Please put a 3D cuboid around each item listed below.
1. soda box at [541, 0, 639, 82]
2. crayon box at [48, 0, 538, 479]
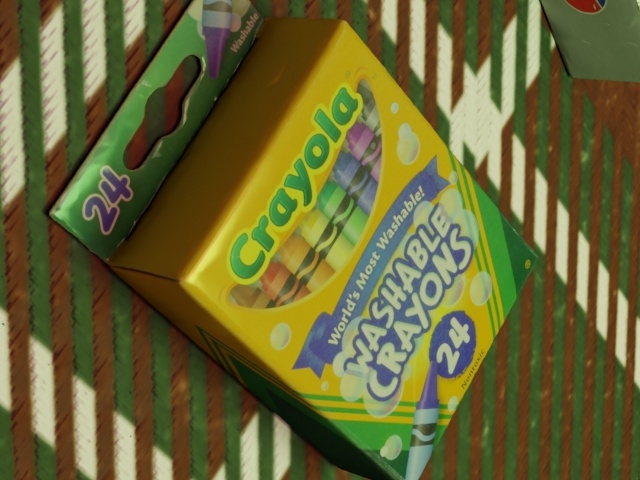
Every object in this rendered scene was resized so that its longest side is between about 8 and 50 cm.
[{"bbox_3d":[0.205,-0.258,1.096,0.091,0.098,0.286,-46,125,-26],"label":"soda box"},{"bbox_3d":[0.000,0.000,0.963,0.323,0.083,0.203,45,67,-38],"label":"crayon box"}]
